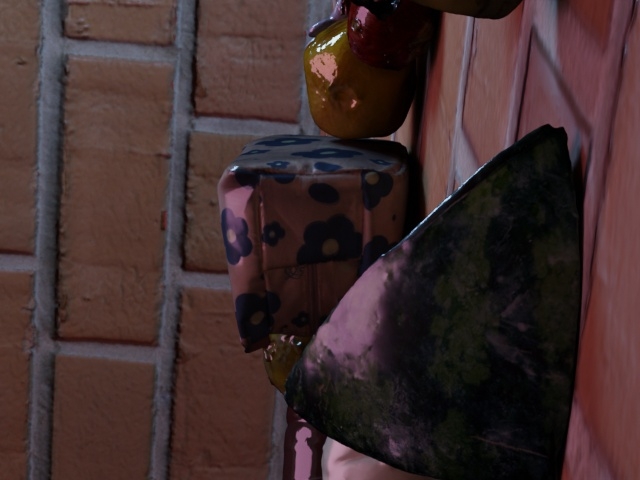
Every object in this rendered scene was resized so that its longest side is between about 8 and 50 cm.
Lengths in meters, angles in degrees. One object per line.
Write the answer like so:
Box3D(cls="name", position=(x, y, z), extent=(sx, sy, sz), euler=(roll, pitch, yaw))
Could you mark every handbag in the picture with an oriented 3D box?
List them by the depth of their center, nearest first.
Box3D(cls="handbag", position=(0.000, 0.000, 1.726), extent=(0.251, 0.190, 0.193), euler=(-66, -22, -79))

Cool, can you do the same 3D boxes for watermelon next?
Box3D(cls="watermelon", position=(0.074, 0.023, 0.977), extent=(0.202, 0.136, 0.207), euler=(-126, 55, -76))

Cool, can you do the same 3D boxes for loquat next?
Box3D(cls="loquat", position=(0.043, -0.164, 1.734), extent=(0.137, 0.113, 0.137), euler=(10, -101, -58))

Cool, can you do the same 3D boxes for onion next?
Box3D(cls="onion", position=(0.064, -0.213, 1.632), extent=(0.107, 0.097, 0.107), euler=(21, -90, -81))

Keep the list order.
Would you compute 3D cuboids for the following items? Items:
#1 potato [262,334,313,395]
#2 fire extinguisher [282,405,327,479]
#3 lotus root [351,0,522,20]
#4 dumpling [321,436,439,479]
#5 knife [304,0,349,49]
Box3D(cls="potato", position=(0.001, 0.042, 1.973), extent=(0.176, 0.141, 0.298), euler=(164, 110, -77))
Box3D(cls="fire extinguisher", position=(0.006, 0.312, 1.617), extent=(0.114, 0.135, 0.337), euler=(84, -172, -77))
Box3D(cls="lotus root", position=(0.087, -0.243, 0.996), extent=(0.124, 0.123, 0.241), euler=(-38, -43, -72))
Box3D(cls="dumpling", position=(0.063, 0.179, 1.306), extent=(0.134, 0.100, 0.169), euler=(13, -124, -57))
Box3D(cls="knife", position=(0.062, -0.277, 1.663), extent=(0.038, 0.132, 0.398), euler=(59, 164, 8))
